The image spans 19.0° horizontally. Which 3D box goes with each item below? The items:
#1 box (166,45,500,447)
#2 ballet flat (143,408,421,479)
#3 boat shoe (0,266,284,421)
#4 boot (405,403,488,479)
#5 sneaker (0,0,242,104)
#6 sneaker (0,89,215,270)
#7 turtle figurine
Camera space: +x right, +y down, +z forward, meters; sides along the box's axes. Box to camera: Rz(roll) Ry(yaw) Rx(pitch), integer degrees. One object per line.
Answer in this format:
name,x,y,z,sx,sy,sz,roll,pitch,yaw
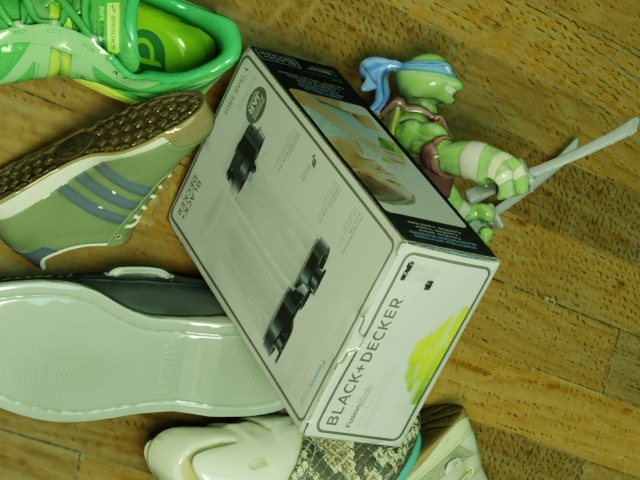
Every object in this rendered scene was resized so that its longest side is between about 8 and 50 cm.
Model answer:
box,0.000,0.000,1.417,0.087,0.290,0.169,12,115,-33
ballet flat,-0.111,0.261,1.458,0.182,0.164,0.483,48,71,-24
boat shoe,-0.155,0.075,1.464,0.302,0.091,0.114,12,109,-27
boot,0.079,0.263,1.629,0.213,0.077,0.165,-40,114,-28
sneaker,-0.189,-0.163,1.404,0.295,0.123,0.109,2,78,-35
sneaker,-0.156,-0.040,1.437,0.192,0.064,0.086,-23,123,8
turtle figurine,0.126,-0.006,1.578,0.274,0.198,0.266,20,85,-28
